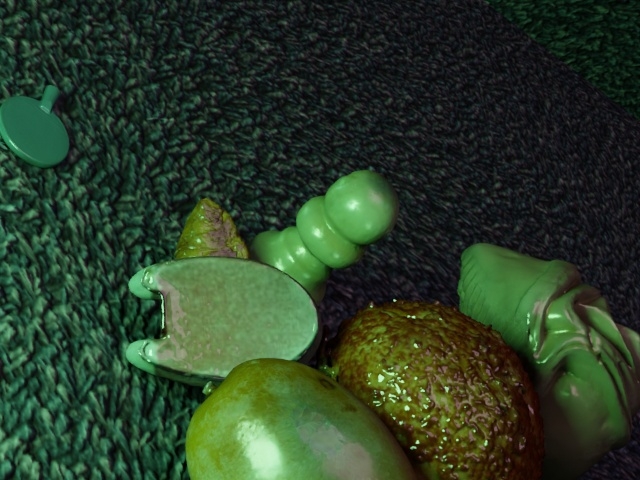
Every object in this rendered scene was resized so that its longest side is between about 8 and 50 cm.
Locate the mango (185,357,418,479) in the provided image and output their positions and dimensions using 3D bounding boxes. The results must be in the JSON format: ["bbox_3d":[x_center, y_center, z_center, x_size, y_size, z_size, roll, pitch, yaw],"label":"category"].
[{"bbox_3d":[0.009,0.291,1.565,0.221,0.199,0.384,-37,73,-30],"label":"mango"}]

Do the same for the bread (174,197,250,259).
[{"bbox_3d":[-0.128,0.066,1.790,0.105,0.076,0.233,-6,70,-31],"label":"bread"}]

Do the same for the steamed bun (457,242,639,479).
[{"bbox_3d":[0.320,0.171,2.019,0.219,0.310,0.324,-6,21,-13],"label":"steamed bun"}]

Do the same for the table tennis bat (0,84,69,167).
[{"bbox_3d":[-0.348,-0.146,1.816,0.100,0.019,0.155,37,32,-20],"label":"table tennis bat"}]

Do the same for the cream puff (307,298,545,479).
[{"bbox_3d":[0.151,0.213,1.794,0.350,0.228,0.350,59,2,-2],"label":"cream puff"}]

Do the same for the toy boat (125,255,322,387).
[{"bbox_3d":[-0.111,0.099,1.705,0.227,0.085,0.155,3,73,-11],"label":"toy boat"}]

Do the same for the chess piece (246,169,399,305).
[{"bbox_3d":[0.000,0.000,1.883,0.133,0.243,0.133,33,34,-25],"label":"chess piece"}]
